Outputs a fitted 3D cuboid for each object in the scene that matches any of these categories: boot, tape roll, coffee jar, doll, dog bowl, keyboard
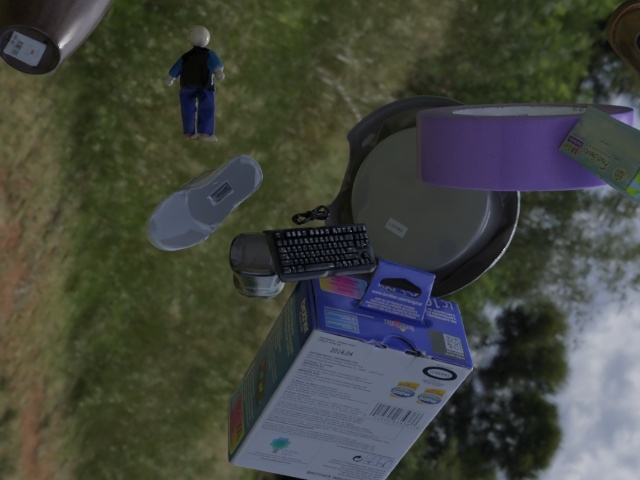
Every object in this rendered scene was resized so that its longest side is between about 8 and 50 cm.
[{"bbox_3d":[-0.211,-0.048,1.806,0.258,0.095,0.123,-37,-173,-40],"label":"boot"},{"bbox_3d":[0.262,-0.125,1.402,0.275,0.275,0.090,-54,142,-76],"label":"tape roll"},{"bbox_3d":[-0.108,0.047,1.900,0.184,0.096,0.079,99,-5,-73],"label":"coffee jar"},{"bbox_3d":[-0.206,-0.259,1.790,0.046,0.129,0.188,-8,102,-54],"label":"doll"},{"bbox_3d":[0.507,-0.193,1.438,0.112,0.305,0.115,-50,-162,19],"label":"boot"},{"bbox_3d":[0.180,-0.067,1.857,0.348,0.349,0.102,-63,154,7],"label":"dog bowl"},{"bbox_3d":[0.000,0.000,1.541,0.180,0.108,0.023,-5,160,-41],"label":"keyboard"}]

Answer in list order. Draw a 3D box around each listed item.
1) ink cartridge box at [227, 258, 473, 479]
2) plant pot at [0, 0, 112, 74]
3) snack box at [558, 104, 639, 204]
[{"bbox_3d":[0.051,0.204,1.695,0.151,0.270,0.395,-97,-149,-47],"label":"ink cartridge box"},{"bbox_3d":[-0.473,-0.399,1.862,0.215,0.215,0.230,115,-14,-49],"label":"plant pot"},{"bbox_3d":[0.392,-0.058,1.214,0.070,0.207,0.174,-56,-160,10],"label":"snack box"}]
